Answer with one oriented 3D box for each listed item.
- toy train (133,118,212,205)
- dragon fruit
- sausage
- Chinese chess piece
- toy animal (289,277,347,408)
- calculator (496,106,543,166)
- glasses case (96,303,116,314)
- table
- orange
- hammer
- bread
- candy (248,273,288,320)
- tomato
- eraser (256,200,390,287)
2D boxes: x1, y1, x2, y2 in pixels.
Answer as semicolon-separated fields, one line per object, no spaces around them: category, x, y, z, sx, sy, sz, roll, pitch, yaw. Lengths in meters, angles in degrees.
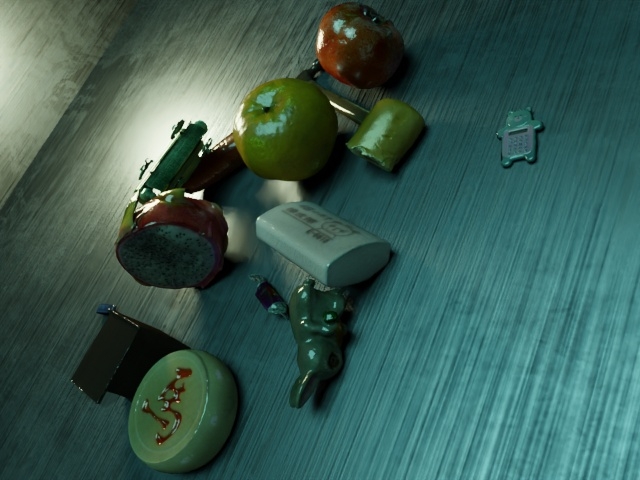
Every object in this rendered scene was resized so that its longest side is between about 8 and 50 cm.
toy train;-0.418;-0.209;1.476;0.307;0.126;0.189;-64;6;-28
dragon fruit;-0.376;-0.015;1.344;0.291;0.290;0.189;-24;43;24
sausage;-0.310;-0.241;1.561;0.330;0.102;0.102;-30;48;17
Chinese chess piece;-0.310;0.378;1.148;0.273;0.102;0.273;-20;51;27
toy animal;-0.009;0.212;1.030;0.126;0.127;0.251;1;68;8
calculator;0.406;-0.214;1.045;0.094;0.019;0.141;-8;58;37
glasses case;-0.659;0.215;1.581;0.083;0.023;0.033;-2;56;35
table;-0.477;0.306;1.278;0.173;0.169;0.193;13;72;42
orange;-0.085;-0.280;1.322;0.279;0.235;0.278;-9;64;19
hammer;0.046;-0.389;1.421;0.168;0.044;0.440;-47;44;1
bread;0.153;-0.253;1.197;0.134;0.085;0.173;31;84;20
candy;-0.121;0.135;1.203;0.043;0.045;0.175;-58;42;13
tomato;0.102;-0.499;1.340;0.188;0.232;0.231;-53;35;41
eraser;0.000;0.000;1.124;0.270;0.174;0.094;30;127;46
